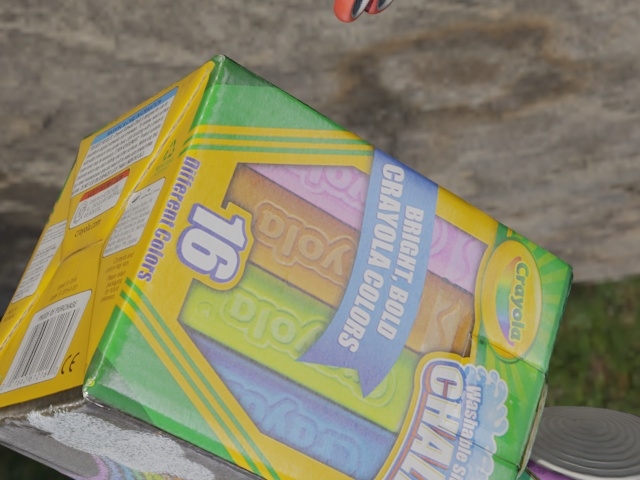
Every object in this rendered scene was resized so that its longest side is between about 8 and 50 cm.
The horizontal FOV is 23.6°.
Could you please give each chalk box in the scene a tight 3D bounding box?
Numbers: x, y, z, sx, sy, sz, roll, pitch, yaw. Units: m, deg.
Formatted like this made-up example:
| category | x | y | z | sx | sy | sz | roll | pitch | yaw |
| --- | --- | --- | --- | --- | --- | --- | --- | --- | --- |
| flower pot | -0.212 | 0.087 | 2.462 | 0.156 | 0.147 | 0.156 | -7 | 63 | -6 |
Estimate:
| category | x | y | z | sx | sy | sz | roll | pitch | yaw |
| --- | --- | --- | --- | --- | --- | --- | --- | --- | --- |
| chalk box | 0.000 | 0.050 | 0.577 | 0.213 | 0.132 | 0.132 | 30 | 156 | -24 |

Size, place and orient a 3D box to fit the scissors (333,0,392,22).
| category | x | y | z | sx | sy | sz | roll | pitch | yaw |
| --- | --- | --- | --- | --- | --- | --- | --- | --- | --- |
| scissors | 0.104 | -0.301 | 1.235 | 0.297 | 0.021 | 0.109 | -56 | 164 | 14 |

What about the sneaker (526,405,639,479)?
| category | x | y | z | sx | sy | sz | roll | pitch | yaw |
| --- | --- | --- | --- | --- | --- | --- | --- | --- | --- |
| sneaker | 0.163 | 0.168 | 0.678 | 0.305 | 0.152 | 0.114 | 16 | -157 | 33 |
